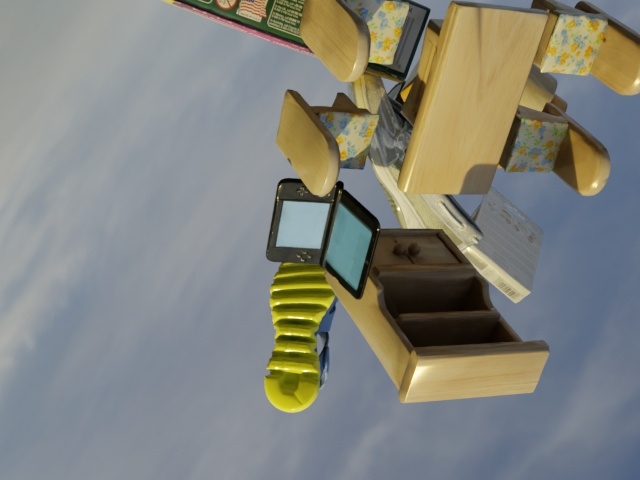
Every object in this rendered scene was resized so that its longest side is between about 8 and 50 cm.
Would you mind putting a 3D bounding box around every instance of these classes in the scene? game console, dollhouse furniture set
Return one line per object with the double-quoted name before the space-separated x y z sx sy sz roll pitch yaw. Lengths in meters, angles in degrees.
"game console" 0.000 0.000 1.178 0.071 0.107 0.122 -98 -164 -47
"dollhouse furniture set" 0.159 -0.057 1.175 0.256 0.362 0.394 -125 -139 -50

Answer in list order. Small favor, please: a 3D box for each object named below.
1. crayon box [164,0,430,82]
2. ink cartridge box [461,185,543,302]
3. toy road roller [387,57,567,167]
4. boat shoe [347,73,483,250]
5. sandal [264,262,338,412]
"crayon box" -0.096 -0.321 1.345 0.313 0.363 0.106 39 -69 61
"ink cartridge box" 0.313 0.002 1.854 0.045 0.145 0.179 -42 -165 38
"toy road roller" 0.250 -0.254 1.703 0.240 0.202 0.329 -61 -166 -25
"boat shoe" 0.126 -0.105 1.471 0.103 0.320 0.118 -25 -154 5
"sandal" -0.029 0.156 1.945 0.138 0.126 0.317 46 55 -72
